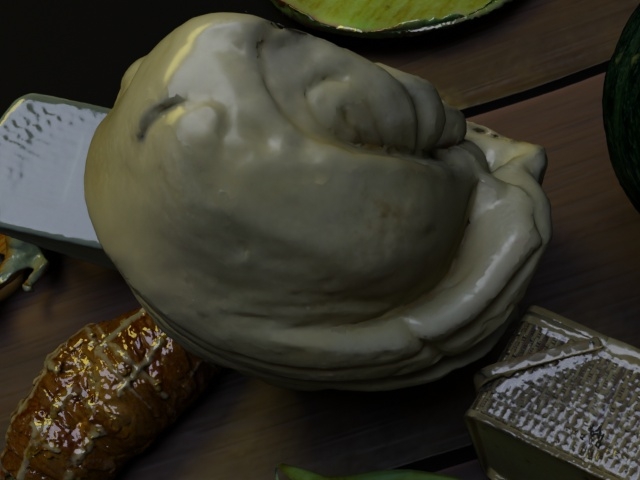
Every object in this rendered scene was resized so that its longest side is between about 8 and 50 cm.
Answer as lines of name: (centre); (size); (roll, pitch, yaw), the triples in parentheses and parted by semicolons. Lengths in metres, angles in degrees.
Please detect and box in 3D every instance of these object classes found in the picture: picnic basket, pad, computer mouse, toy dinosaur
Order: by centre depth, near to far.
picnic basket: (0.172, 0.119, 0.496); (0.164, 0.115, 0.079); (23, 65, 28)
computer mouse: (-0.161, -0.038, 0.696); (0.231, 0.079, 0.128); (16, 67, -5)
toy dinosaur: (-0.260, -0.030, 0.779); (0.142, 0.057, 0.212); (-37, 33, 12)
pad: (-0.157, -0.176, 0.843); (0.375, 0.063, 0.315); (-17, 52, -9)

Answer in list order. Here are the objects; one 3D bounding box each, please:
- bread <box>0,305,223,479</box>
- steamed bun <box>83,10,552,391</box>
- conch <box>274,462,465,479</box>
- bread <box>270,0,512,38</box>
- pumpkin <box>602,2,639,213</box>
bread: (-0.154, 0.106, 0.634); (0.233, 0.076, 0.105); (-40, 57, -12)
steamed bun: (-0.003, -0.001, 0.531); (0.276, 0.289, 0.203); (15, 91, -1)
conch: (0.056, 0.187, 0.515); (0.201, 0.079, 0.095); (-7, 68, 33)
bread: (0.083, -0.302, 0.840); (0.301, 0.045, 0.301); (-7, 57, 10)
pumpkin: (0.289, -0.088, 0.468); (0.263, 0.197, 0.293); (-37, 22, 12)
